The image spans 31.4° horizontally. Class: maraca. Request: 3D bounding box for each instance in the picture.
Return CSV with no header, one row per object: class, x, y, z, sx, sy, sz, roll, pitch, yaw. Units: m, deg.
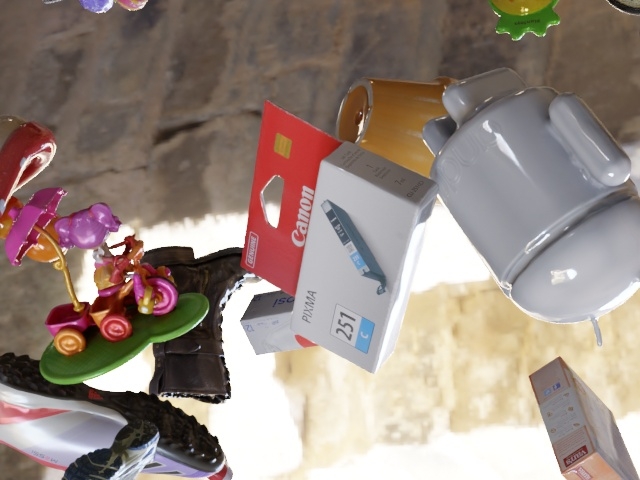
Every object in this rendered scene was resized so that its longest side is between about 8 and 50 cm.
maraca,0.344,-0.410,1.915,0.099,0.127,0.185,59,28,-52

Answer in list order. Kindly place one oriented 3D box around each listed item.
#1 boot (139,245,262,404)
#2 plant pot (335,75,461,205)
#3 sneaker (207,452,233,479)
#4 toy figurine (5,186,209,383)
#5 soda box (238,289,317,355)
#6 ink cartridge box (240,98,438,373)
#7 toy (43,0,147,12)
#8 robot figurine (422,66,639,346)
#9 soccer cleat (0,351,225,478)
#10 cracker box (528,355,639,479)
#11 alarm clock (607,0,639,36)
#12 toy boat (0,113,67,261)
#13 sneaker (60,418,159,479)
boot,-0.164,0.128,1.671,0.263,0.091,0.229,2,71,-47
plant pot,0.134,-0.175,1.821,0.188,0.205,0.205,12,67,-23
sneaker,-0.167,0.305,1.616,0.067,0.118,0.042,44,82,-22
toy figurine,-0.210,0.023,1.031,0.130,0.173,0.159,-81,152,-61
soda box,-0.008,0.145,2.227,0.091,0.286,0.098,66,27,-25
ink cartridge box,0.000,0.000,1.480,0.066,0.261,0.296,-43,153,-44
toy,-0.245,-0.331,1.466,0.137,0.237,0.056,-133,-153,-55
robot figurine,0.270,-0.045,1.390,0.200,0.300,0.353,-23,66,-27
soccer cleat,-0.278,0.245,1.427,0.108,0.318,0.116,-103,-144,-69
cracker box,0.401,0.301,1.706,0.156,0.067,0.232,46,18,-24
alarm clock,0.459,-0.368,1.607,0.064,0.129,0.192,-42,124,-59
toy boat,-0.353,-0.028,1.288,0.151,0.151,0.231,29,55,-18
sneaker,-0.232,0.261,1.280,0.135,0.052,0.058,-31,135,-39
